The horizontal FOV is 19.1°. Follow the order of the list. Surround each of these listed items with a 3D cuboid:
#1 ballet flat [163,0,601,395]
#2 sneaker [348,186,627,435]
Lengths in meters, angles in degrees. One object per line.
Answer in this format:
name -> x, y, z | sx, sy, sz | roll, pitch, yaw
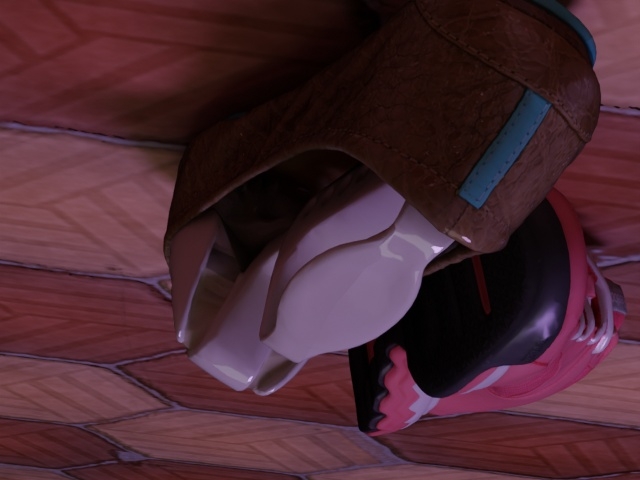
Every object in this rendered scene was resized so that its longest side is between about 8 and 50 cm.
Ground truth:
ballet flat -> 0.000, 0.000, 0.815 | 0.116, 0.124, 0.342 | 33, 155, -16
sneaker -> 0.098, 0.023, 0.966 | 0.136, 0.116, 0.314 | -6, 169, -11
